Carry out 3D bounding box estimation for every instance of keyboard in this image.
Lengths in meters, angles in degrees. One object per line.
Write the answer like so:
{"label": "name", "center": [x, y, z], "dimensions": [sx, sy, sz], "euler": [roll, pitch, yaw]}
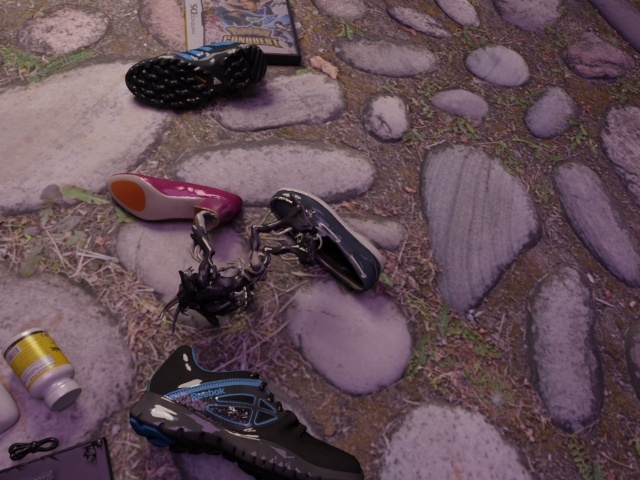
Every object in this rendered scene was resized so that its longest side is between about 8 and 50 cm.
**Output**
{"label": "keyboard", "center": [-0.383, 0.322, 0.665], "dimensions": [0.180, 0.023, 0.108], "euler": [-13, 68, -20]}

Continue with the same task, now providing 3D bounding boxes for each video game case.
{"label": "video game case", "center": [-0.200, -0.540, 1.233], "dimensions": [0.275, 0.035, 0.248], "euler": [-3, 59, -13]}

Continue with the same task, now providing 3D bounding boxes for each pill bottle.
{"label": "pill bottle", "center": [-0.404, 0.190, 0.716], "dimensions": [0.065, 0.065, 0.116], "euler": [-37, 72, -28]}

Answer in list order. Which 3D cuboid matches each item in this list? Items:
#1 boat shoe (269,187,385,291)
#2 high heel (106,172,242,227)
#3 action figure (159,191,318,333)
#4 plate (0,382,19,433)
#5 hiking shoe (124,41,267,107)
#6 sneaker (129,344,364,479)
{"label": "boat shoe", "center": [0.000, 0.000, 0.906], "dimensions": [0.254, 0.095, 0.079], "euler": [41, 48, 4]}
{"label": "high heel", "center": [-0.273, -0.087, 0.927], "dimensions": [0.244, 0.082, 0.117], "euler": [12, 24, 12]}
{"label": "action figure", "center": [-0.141, 0.037, 0.804], "dimensions": [0.275, 0.164, 0.141], "euler": [-29, 48, -11]}
{"label": "plate", "center": [-0.601, 0.209, 0.630], "dimensions": [0.278, 0.045, 0.277], "euler": [-35, 87, -30]}
{"label": "hiking shoe", "center": [-0.273, -0.371, 1.091], "dimensions": [0.304, 0.113, 0.132], "euler": [-12, 31, -11]}
{"label": "sneaker", "center": [-0.090, 0.259, 0.704], "dimensions": [0.341, 0.125, 0.139], "euler": [22, 52, 0]}
